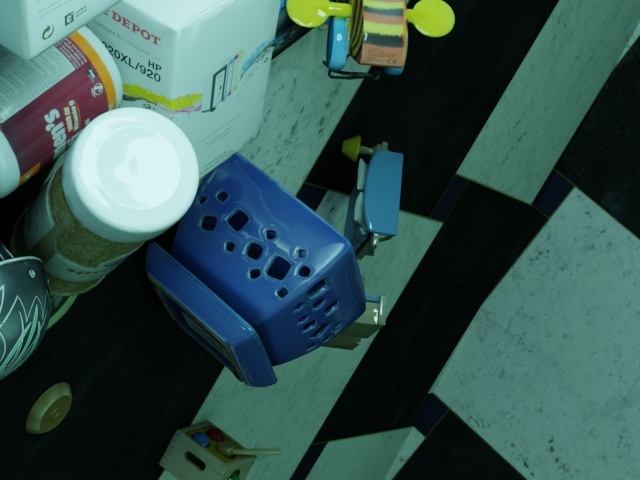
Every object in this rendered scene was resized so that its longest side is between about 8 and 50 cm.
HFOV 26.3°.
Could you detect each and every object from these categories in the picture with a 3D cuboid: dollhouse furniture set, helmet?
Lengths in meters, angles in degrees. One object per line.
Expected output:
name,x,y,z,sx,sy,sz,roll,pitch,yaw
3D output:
dollhouse furniture set,0.000,0.000,2.251,0.286,0.198,0.303,127,-30,-73
helmet,-0.362,0.071,1.408,0.169,0.161,0.169,-46,157,-26

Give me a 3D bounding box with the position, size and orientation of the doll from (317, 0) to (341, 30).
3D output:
doll,0.044,-0.332,1.886,0.129,0.046,0.189,-53,153,-8

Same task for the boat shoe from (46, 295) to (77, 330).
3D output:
boat shoe,-0.349,0.075,1.561,0.223,0.080,0.073,-50,164,-5

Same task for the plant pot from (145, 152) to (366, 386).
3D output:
plant pot,-0.096,0.055,1.891,0.212,0.236,0.236,-45,158,-14

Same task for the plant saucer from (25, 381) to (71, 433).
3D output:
plant saucer,-0.362,0.230,1.848,0.083,0.015,0.083,-46,157,-26

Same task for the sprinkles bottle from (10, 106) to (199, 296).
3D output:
sprinkles bottle,-0.230,-0.030,1.398,0.121,0.121,0.355,-47,-172,-24

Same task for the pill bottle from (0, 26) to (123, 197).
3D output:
pill bottle,-0.306,-0.116,1.318,0.221,0.121,0.121,-44,156,-31

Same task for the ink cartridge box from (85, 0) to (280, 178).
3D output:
ink cartridge box,-0.165,-0.200,1.438,0.168,0.171,0.232,-40,153,-38

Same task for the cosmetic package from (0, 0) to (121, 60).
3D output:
cosmetic package,-0.245,-0.343,1.021,0.155,0.197,0.365,-42,156,-35

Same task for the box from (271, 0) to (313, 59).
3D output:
box,-0.071,-0.295,1.674,0.220,0.051,0.175,-42,155,-35

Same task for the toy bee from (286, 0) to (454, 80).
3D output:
toy bee,0.047,-0.288,1.704,0.195,0.298,0.162,1,94,-29

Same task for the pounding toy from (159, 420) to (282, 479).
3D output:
pounding toy,-0.166,0.365,2.301,0.100,0.141,0.130,-62,159,13
